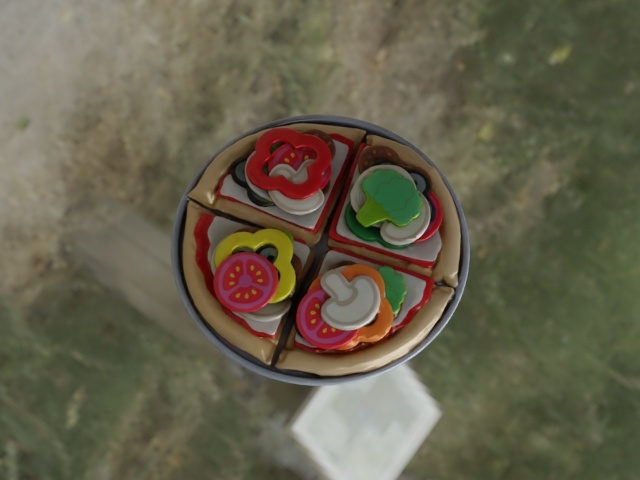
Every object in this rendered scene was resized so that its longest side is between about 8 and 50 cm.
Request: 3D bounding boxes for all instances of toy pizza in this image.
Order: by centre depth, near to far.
[{"bbox_3d":[0.000,0.000,1.206,0.201,0.201,0.032,-51,165,-21],"label":"toy pizza"}]
